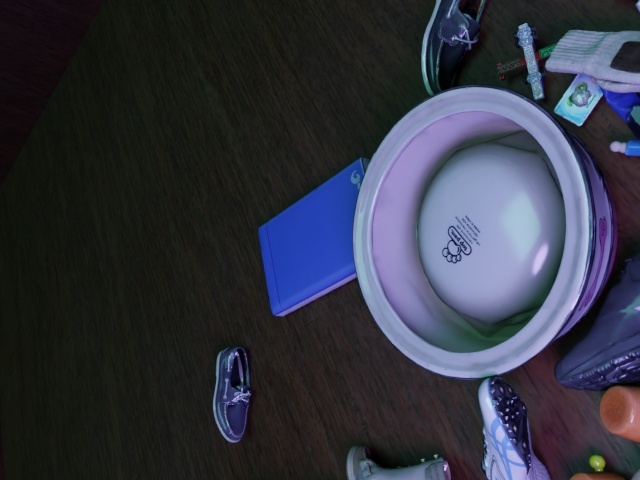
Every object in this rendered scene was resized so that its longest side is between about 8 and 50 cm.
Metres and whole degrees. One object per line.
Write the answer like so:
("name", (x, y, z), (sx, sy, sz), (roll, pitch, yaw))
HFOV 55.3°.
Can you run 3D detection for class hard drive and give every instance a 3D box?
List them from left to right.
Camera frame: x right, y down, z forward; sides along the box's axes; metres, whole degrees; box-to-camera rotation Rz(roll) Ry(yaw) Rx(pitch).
("hard drive", (0.000, 0.000, 1.244), (0.318, 0.040, 0.210), (-31, 59, 36))

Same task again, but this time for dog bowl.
("dog bowl", (0.237, -0.011, 0.899), (0.407, 0.150, 0.409), (-3, 87, 50))

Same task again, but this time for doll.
("doll", (0.449, -0.167, 0.828), (0.129, 0.046, 0.189), (-38, 62, 21))

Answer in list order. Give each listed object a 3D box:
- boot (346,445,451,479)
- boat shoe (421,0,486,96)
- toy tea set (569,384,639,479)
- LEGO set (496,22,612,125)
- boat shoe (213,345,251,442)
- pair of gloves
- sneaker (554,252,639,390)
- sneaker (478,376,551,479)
("boot", (0.128, 0.386, 0.987), (0.165, 0.213, 0.077), (-21, 101, 5))
("boat shoe", (0.236, -0.363, 1.064), (0.079, 0.084, 0.233), (13, 87, 46))
("toy tea set", (0.397, 0.347, 0.742), (0.200, 0.124, 0.336), (-136, 61, -73))
("LEGO set", (0.347, -0.230, 0.965), (0.182, 0.060, 0.244), (41, 111, 30))
("boat shoe", (-0.187, 0.330, 1.331), (0.065, 0.075, 0.206), (-32, 55, 40))
("pair of gloves", (0.448, -0.303, 0.818), (0.240, 0.042, 0.204), (-49, 46, -2))
("sneaker", (0.416, 0.089, 0.778), (0.286, 0.109, 0.130), (-42, 44, 22))
("sneaker", (0.246, 0.281, 0.819), (0.086, 0.237, 0.085), (-10, 29, 29))
